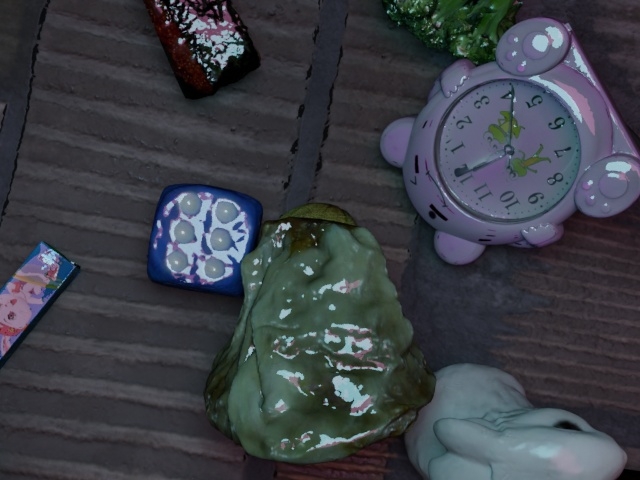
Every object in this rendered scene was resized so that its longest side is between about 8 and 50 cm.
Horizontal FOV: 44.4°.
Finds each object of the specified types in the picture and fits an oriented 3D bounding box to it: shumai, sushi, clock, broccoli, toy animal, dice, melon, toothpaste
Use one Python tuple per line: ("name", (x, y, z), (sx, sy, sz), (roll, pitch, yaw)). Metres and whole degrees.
("shumai", (-0.016, 0.103, 0.996), (0.310, 0.304, 0.263), (-3, 99, 17))
("sushi", (-0.181, -0.325, 1.155), (0.126, 0.136, 0.225), (-24, 91, -3))
("clock", (0.265, -0.127, 1.124), (0.322, 0.113, 0.295), (-29, 91, 29))
("broccoli", (0.217, -0.408, 1.178), (0.265, 0.245, 0.294), (-32, 113, -28))
("toy animal", (0.221, 0.260, 1.017), (0.258, 0.357, 0.193), (17, 82, -4))
("dice", (-0.163, 0.001, 1.107), (0.147, 0.146, 0.143), (10, 83, -3))
("melon", (0.000, 0.000, 1.161), (0.160, 0.079, 0.128), (27, 80, -3))
("toothpaste", (-0.444, 0.124, 1.092), (0.065, 0.050, 0.266), (38, 79, -4))

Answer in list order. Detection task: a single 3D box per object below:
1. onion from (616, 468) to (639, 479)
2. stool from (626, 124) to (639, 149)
("onion", (0.456, 0.385, 1.088), (0.315, 0.280, 0.146), (20, 65, -6))
("stool", (0.399, -0.140, 1.222), (0.139, 0.228, 0.153), (-44, 133, 8))
